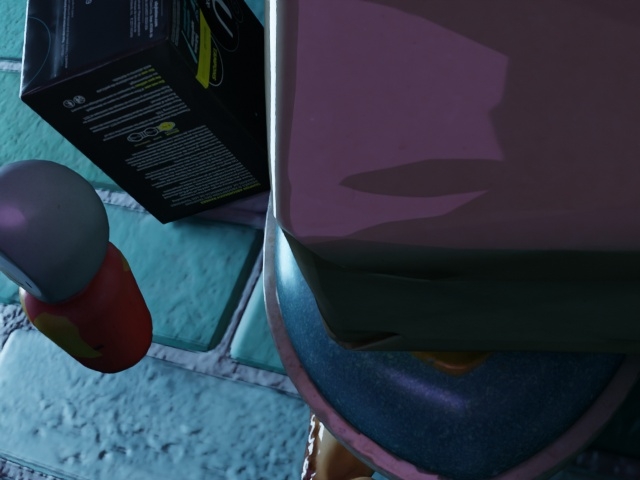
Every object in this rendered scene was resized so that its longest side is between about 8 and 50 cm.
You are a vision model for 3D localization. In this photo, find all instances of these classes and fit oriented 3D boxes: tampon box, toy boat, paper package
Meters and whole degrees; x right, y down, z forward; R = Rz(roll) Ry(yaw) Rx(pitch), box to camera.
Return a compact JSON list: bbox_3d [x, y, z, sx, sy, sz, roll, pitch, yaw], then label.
[{"bbox_3d":[-0.099,-0.108,0.754,0.101,0.161,0.120,-17,57,18],"label":"tampon box"},{"bbox_3d":[0.000,0.000,0.561,0.318,0.148,0.267,-9,58,6],"label":"toy boat"},{"bbox_3d":[0.137,-0.130,0.432,0.309,0.168,0.325,-1,74,5],"label":"paper package"}]

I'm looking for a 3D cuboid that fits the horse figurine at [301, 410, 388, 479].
[{"bbox_3d":[0.034,0.032,0.661,0.174,0.066,0.263,-30,54,2],"label":"horse figurine"}]
